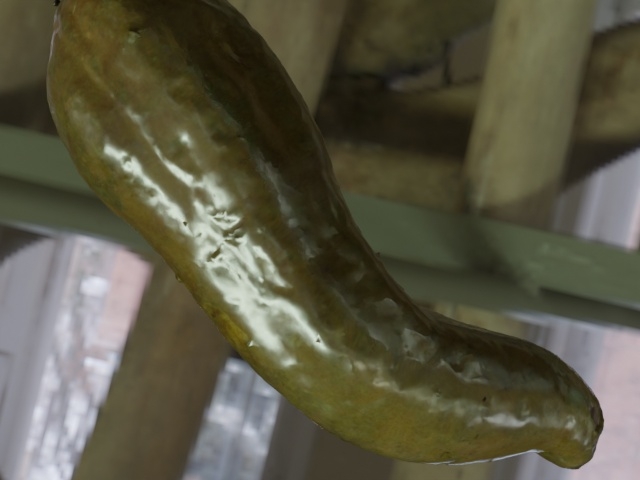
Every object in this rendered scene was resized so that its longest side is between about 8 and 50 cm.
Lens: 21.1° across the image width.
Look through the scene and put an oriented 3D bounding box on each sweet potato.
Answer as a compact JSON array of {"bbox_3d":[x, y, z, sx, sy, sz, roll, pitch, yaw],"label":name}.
[{"bbox_3d":[-0.002,0.005,0.543,0.233,0.081,0.062,45,155,-7],"label":"sweet potato"}]
